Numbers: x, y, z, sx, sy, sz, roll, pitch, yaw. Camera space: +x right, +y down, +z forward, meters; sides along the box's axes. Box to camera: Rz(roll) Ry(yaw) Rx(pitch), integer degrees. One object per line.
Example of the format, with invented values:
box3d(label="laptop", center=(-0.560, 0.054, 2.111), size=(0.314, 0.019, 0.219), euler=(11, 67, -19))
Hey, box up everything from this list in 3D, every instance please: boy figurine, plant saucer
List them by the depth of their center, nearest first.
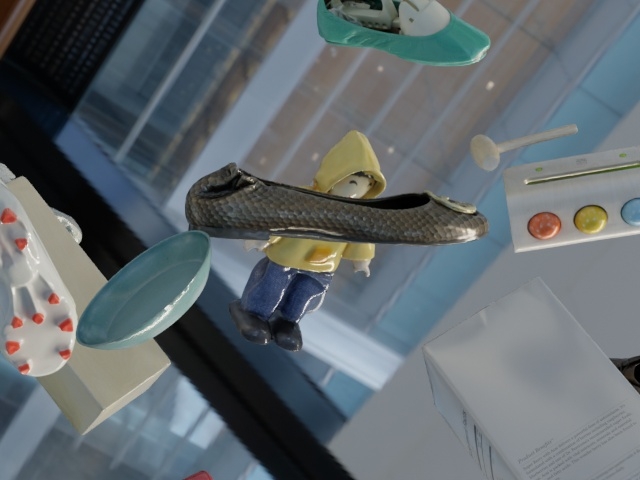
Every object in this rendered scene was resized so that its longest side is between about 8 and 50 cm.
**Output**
box3d(label="plant saucer", center=(-0.121, 0.040, 0.823), size=(0.119, 0.021, 0.119), euler=(-30, -155, 15))
box3d(label="boy figurine", center=(0.000, 0.000, 1.418), size=(0.285, 0.177, 0.092), euler=(-58, -147, 21))

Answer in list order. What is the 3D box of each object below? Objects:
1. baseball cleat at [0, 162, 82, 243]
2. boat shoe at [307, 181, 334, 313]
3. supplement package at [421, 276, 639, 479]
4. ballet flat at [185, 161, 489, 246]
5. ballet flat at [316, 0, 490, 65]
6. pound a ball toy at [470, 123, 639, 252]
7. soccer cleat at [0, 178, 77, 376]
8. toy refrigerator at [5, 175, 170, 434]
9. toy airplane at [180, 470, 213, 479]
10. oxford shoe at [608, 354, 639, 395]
box3d(label="baseball cleat", center=(-0.434, -0.056, 1.689), size=(0.072, 0.206, 0.109), euler=(-34, -125, 16))
box3d(label="boat shoe", center=(0.002, 0.002, 1.818), size=(0.076, 0.080, 0.229), euler=(-12, 111, -81))
box3d(label="supplement package", center=(0.277, 0.227, 1.382), size=(0.177, 0.175, 0.293), euler=(-30, -123, -8))
box3d(label="ballet flat", center=(0.018, -0.027, 0.898), size=(0.084, 0.249, 0.058), euler=(-168, -100, -73))
box3d(label="ballet flat", center=(0.096, -0.282, 1.472), size=(0.247, 0.087, 0.083), euler=(15, -127, 30))
box3d(label="pound a ball toy", center=(0.429, -0.090, 1.971), size=(0.319, 0.208, 0.136), euler=(-9, -144, 8))
box3d(label="soccer cleat", center=(-0.241, 0.026, 0.913), size=(0.076, 0.068, 0.196), euler=(-124, -160, -47))
box3d(label="toy refrigerator", center=(-0.297, 0.072, 1.270), size=(0.102, 0.269, 0.094), euler=(-35, 174, -39))
box3d(label="toy airplane", center=(-0.122, 0.563, 1.614), size=(0.386, 0.384, 0.272), euler=(-62, -155, -9))
box3d(label="oxford shoe", center=(0.418, 0.190, 1.591), size=(0.227, 0.096, 0.083), euler=(-9, -117, 23))
